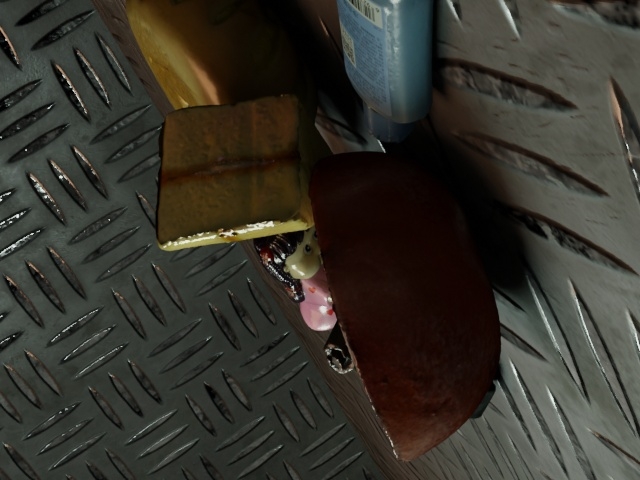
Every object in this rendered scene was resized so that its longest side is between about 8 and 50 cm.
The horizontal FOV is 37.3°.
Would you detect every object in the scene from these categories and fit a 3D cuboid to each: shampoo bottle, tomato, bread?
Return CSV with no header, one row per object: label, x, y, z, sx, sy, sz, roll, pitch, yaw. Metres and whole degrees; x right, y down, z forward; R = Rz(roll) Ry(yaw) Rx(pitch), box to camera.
shampoo bottle,0.057,-0.172,0.837,0.104,0.061,0.258,51,169,23
tomato,0.106,0.046,1.006,0.338,0.144,0.338,-16,-90,-80
bread,-0.121,-0.233,1.223,0.333,0.160,0.333,52,169,15
bread,-0.059,-0.033,1.090,0.264,0.168,0.163,49,-145,-60

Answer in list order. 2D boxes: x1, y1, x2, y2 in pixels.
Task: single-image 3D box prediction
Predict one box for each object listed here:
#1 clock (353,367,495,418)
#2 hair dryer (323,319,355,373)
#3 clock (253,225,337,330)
clock,0.133,0.180,1.322,0.226,0.049,0.226,23,-174,-3
hair dryer,0.064,0.078,1.207,0.089,0.251,0.197,-17,115,36
clock,0.000,0.000,1.319,0.100,0.194,0.195,9,150,37
